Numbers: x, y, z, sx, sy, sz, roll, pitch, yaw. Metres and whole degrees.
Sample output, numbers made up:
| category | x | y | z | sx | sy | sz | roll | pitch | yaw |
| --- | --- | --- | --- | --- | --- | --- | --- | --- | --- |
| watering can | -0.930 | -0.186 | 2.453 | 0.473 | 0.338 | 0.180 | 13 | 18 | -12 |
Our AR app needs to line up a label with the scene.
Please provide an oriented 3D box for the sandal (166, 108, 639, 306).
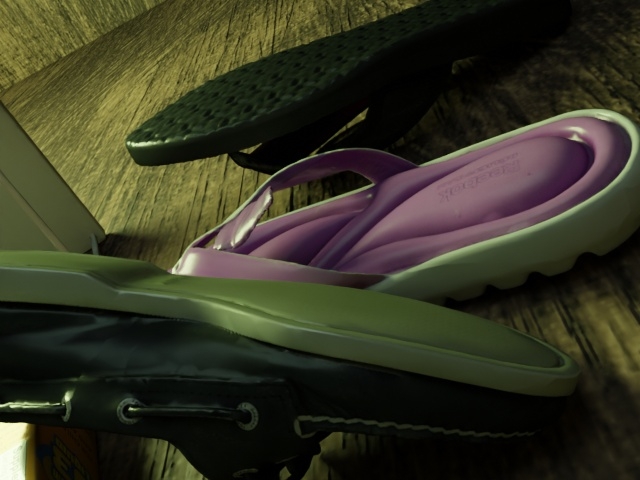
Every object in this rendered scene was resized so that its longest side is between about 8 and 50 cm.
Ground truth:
| category | x | y | z | sx | sy | sz | roll | pitch | yaw |
| --- | --- | --- | --- | --- | --- | --- | --- | --- | --- |
| sandal | 0.000 | -0.008 | 0.493 | 0.417 | 0.102 | 0.169 | -22 | 30 | 16 |

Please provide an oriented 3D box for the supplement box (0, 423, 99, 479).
| category | x | y | z | sx | sy | sz | roll | pitch | yaw |
| --- | --- | --- | --- | --- | --- | --- | --- | --- | --- |
| supplement box | -0.183 | 0.151 | 0.444 | 0.080 | 0.078 | 0.233 | -30 | 29 | -5 |

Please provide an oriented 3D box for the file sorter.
| category | x | y | z | sx | sy | sz | roll | pitch | yaw |
| --- | --- | --- | --- | --- | --- | --- | --- | --- | --- |
| file sorter | -0.377 | 0.029 | 0.701 | 0.278 | 0.192 | 0.173 | -33 | 31 | -3 |

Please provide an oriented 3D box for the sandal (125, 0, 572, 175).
| category | x | y | z | sx | sy | sz | roll | pitch | yaw |
| --- | --- | --- | --- | --- | --- | --- | --- | --- | --- |
| sandal | 0.044 | -0.136 | 0.680 | 0.446 | 0.107 | 0.167 | -23 | 26 | -11 |

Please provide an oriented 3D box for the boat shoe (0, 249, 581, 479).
| category | x | y | z | sx | sy | sz | roll | pitch | yaw |
| --- | --- | --- | --- | --- | --- | --- | --- | --- | --- |
| boat shoe | -0.049 | 0.078 | 0.378 | 0.340 | 0.112 | 0.127 | 7 | 4 | 9 |
